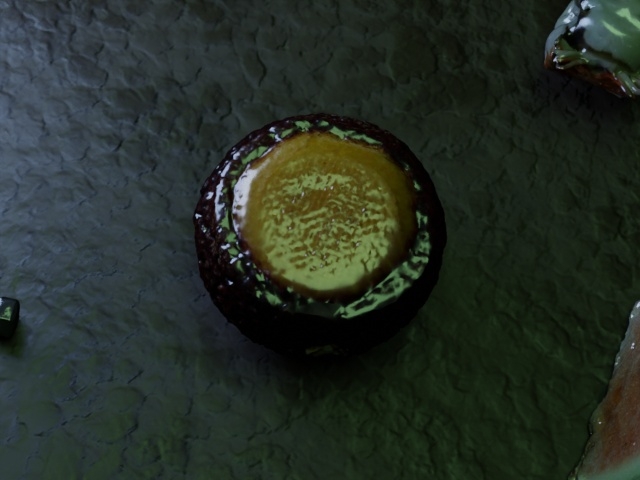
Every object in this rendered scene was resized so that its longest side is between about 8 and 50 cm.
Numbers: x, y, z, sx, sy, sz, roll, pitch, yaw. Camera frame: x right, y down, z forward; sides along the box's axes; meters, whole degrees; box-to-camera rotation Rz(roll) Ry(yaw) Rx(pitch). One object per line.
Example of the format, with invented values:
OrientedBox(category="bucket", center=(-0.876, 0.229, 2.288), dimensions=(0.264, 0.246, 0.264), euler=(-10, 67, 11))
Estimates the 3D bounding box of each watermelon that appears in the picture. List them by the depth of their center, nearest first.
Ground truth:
OrientedBox(category="watermelon", center=(0.368, 0.142, 1.707), dimensions=(0.193, 0.232, 0.310), euler=(28, 107, 3))

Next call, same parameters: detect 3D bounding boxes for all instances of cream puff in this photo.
OrientedBox(category="cream puff", center=(0.000, 0.000, 1.722), dimensions=(0.239, 0.165, 0.239), euler=(2, 67, -5))

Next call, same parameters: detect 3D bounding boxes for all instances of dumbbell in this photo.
OrientedBox(category="dumbbell", center=(-0.320, 0.065, 1.712), dimensions=(0.083, 0.036, 0.040), euler=(12, 62, -3))

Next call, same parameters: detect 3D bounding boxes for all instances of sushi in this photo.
OrientedBox(category="sushi", center=(0.330, -0.266, 1.929), dimensions=(0.124, 0.130, 0.332), euler=(24, 62, 4))
